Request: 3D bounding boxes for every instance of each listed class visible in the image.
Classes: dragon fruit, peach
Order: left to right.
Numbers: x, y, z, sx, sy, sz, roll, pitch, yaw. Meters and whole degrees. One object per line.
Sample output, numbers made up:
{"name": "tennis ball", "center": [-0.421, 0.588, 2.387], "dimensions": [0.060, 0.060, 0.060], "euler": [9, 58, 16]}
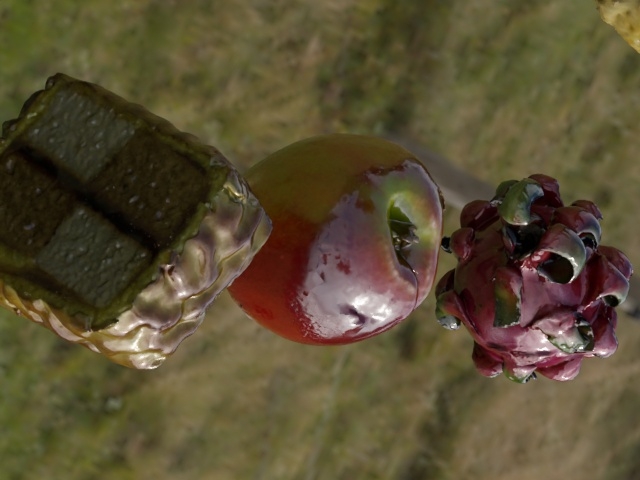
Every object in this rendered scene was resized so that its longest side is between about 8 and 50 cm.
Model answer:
{"name": "peach", "center": [0.000, 0.000, 1.591], "dimensions": [0.197, 0.197, 0.197], "euler": [-59, 165, -25]}
{"name": "dragon fruit", "center": [0.233, 0.033, 1.978], "dimensions": [0.198, 0.218, 0.273], "euler": [-17, 157, -30]}

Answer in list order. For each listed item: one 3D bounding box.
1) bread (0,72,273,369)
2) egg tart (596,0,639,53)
{"name": "bread", "center": [-0.160, -0.011, 1.387], "dimensions": [0.181, 0.222, 0.096], "euler": [-55, 147, -10]}
{"name": "egg tart", "center": [0.314, -0.165, 1.319], "dimensions": [0.232, 0.252, 0.098], "euler": [73, 10, -82]}
